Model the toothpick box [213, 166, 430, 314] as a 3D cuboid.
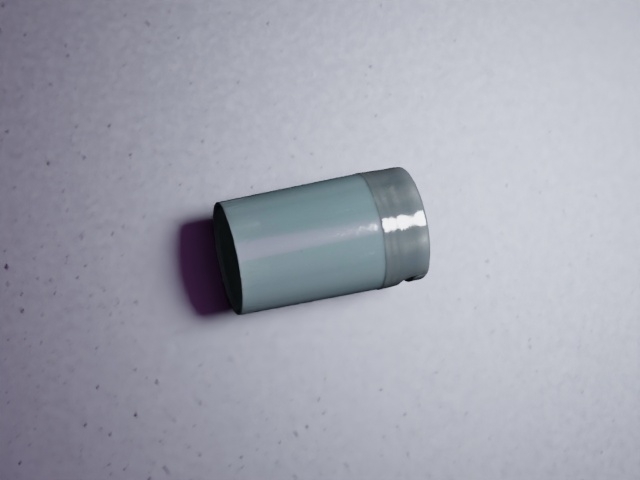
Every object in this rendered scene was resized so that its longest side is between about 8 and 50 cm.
[{"bbox_3d":[0.000,0.000,0.676,0.083,0.052,0.052,-11,88,-13],"label":"toothpick box"}]
